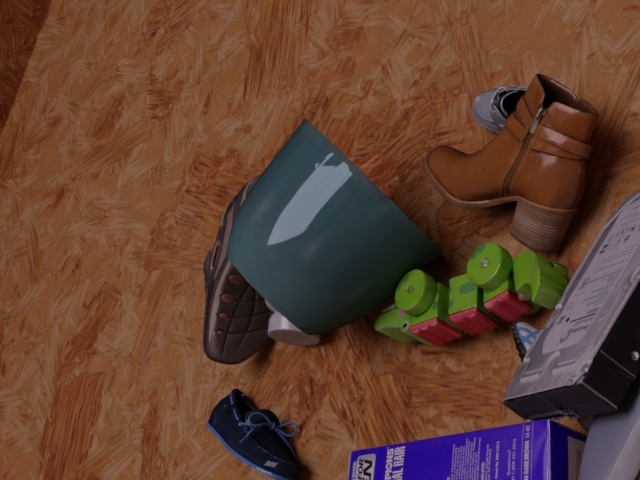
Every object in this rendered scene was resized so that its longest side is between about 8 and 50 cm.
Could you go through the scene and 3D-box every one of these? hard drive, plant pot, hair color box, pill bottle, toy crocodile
[{"bbox_3d":[0.363,0.064,1.606,0.339,0.064,0.237,-56,5,-17],"label":"hard drive"},{"bbox_3d":[0.000,0.000,2.005,0.235,0.293,0.293,-46,40,3],"label":"plant pot"},{"bbox_3d":[0.214,0.321,1.709,0.339,0.185,0.110,-19,56,42],"label":"hair color box"},{"bbox_3d":[-0.029,0.062,2.184,0.117,0.117,0.208,-14,60,45],"label":"pill bottle"},{"bbox_3d":[0.212,0.090,1.883,0.340,0.115,0.105,-23,47,41],"label":"toy crocodile"}]

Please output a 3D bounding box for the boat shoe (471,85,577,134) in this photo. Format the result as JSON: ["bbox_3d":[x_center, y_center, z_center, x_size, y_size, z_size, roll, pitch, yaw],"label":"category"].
[{"bbox_3d":[0.299,-0.201,1.973,0.227,0.081,0.079,17,84,51],"label":"boat shoe"}]

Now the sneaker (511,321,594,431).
[{"bbox_3d":[0.330,0.173,1.752,0.086,0.085,0.237,-29,32,-9],"label":"sneaker"}]

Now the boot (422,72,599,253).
[{"bbox_3d":[0.270,-0.137,1.890,0.283,0.109,0.220,42,128,46],"label":"boot"}]

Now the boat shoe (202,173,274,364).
[{"bbox_3d":[-0.135,0.058,2.322,0.130,0.132,0.355,-21,46,53],"label":"boat shoe"}]

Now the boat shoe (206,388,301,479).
[{"bbox_3d":[-0.110,0.311,2.156,0.258,0.109,0.089,29,89,50],"label":"boat shoe"}]

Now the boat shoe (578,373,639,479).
[{"bbox_3d":[0.434,0.179,1.550,0.367,0.156,0.136,-60,4,-26],"label":"boat shoe"}]
